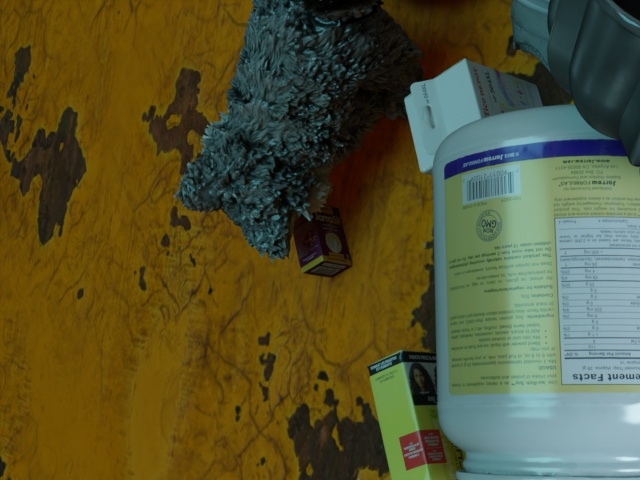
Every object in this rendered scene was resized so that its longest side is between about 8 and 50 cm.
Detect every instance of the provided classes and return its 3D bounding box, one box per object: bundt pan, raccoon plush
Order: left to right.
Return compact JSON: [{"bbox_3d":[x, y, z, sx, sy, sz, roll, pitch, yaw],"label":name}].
[{"bbox_3d":[-0.069,-0.168,1.127,0.216,0.446,0.299,34,85,25],"label":"raccoon plush"},{"bbox_3d":[0.322,-0.143,0.794,0.331,0.330,0.124,60,147,35],"label":"bundt pan"}]

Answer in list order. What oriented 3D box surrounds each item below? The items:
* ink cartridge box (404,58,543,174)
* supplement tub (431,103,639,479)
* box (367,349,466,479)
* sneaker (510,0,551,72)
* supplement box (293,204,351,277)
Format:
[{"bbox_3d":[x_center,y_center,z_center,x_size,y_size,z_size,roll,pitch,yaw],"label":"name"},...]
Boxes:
[{"bbox_3d":[0.162,-0.120,1.069,0.090,0.143,0.092,-31,62,40],"label":"ink cartridge box"},{"bbox_3d":[0.221,0.068,0.901,0.241,0.241,0.332,-10,76,46],"label":"supplement tub"},{"bbox_3d":[0.120,0.238,1.097,0.058,0.087,0.232,-30,61,40],"label":"box"},{"bbox_3d":[0.296,-0.177,0.995,0.281,0.105,0.115,48,149,37],"label":"sneaker"},{"bbox_3d":[0.000,0.000,1.291,0.043,0.055,0.083,-32,61,38],"label":"supplement box"}]
